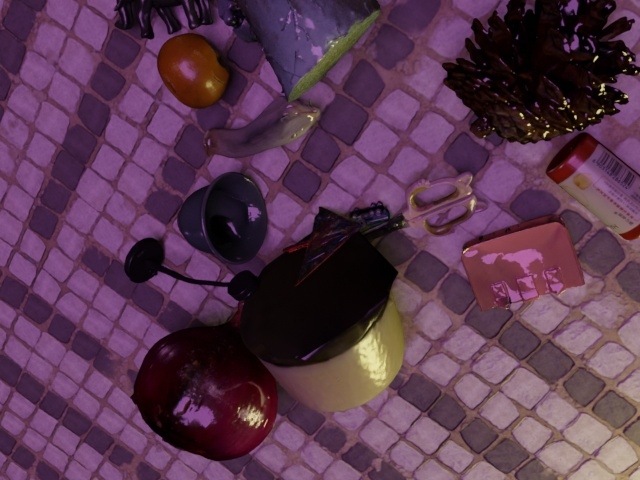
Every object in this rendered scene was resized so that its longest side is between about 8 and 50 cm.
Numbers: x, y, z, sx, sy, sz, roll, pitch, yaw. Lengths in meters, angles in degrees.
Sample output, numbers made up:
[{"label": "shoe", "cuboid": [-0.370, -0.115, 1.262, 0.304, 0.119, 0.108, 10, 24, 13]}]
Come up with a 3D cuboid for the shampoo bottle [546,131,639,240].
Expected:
[{"label": "shampoo bottle", "cuboid": [0.557, -0.074, 1.085, 0.278, 0.104, 0.104, 39, 113, 1]}]

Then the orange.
[{"label": "orange", "cuboid": [-0.257, -0.350, 1.208, 0.154, 0.154, 0.134, 43, 72, -1]}]

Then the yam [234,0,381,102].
[{"label": "yam", "cuboid": [-0.054, -0.458, 1.059, 0.241, 0.241, 0.348, -31, 94, 22]}]

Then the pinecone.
[{"label": "pinecone", "cuboid": [0.366, -0.287, 0.975, 0.295, 0.298, 0.242, -22, 105, 7]}]

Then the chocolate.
[{"label": "chocolate", "cuboid": [0.034, 0.181, 1.219, 0.326, 0.314, 0.297, -40, 127, -2]}]

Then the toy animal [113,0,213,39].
[{"label": "toy animal", "cuboid": [-0.327, -0.495, 1.200, 0.244, 0.114, 0.146, -9, 114, 13]}]

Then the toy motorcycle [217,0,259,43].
[{"label": "toy motorcycle", "cuboid": [-0.160, -0.455, 1.152, 0.061, 0.124, 0.193, -27, 101, 35]}]

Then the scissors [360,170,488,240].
[{"label": "scissors", "cuboid": [0.178, -0.045, 1.219, 0.317, 0.024, 0.160, -22, 127, 23]}]

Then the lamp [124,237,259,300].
[{"label": "lamp", "cuboid": [-0.303, 0.067, 1.295, 0.371, 0.130, 0.108, 13, 148, 43]}]

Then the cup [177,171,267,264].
[{"label": "cup", "cuboid": [-0.236, -0.045, 1.295, 0.150, 0.199, 0.199, -2, 108, 35]}]

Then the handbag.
[{"label": "handbag", "cuboid": [0.406, 0.050, 1.194, 0.212, 0.059, 0.157, -19, 100, 22]}]

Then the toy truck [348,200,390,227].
[{"label": "toy truck", "cuboid": [0.106, -0.051, 1.257, 0.083, 0.039, 0.044, -14, 117, 18]}]

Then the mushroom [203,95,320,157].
[{"label": "mushroom", "cuboid": [-0.128, -0.231, 1.236, 0.278, 0.099, 0.096, -19, 96, 24]}]

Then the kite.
[{"label": "kite", "cuboid": [0.000, 0.000, 1.208, 0.189, 0.232, 0.009, -17, 127, 25]}]

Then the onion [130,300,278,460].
[{"label": "onion", "cuboid": [-0.232, 0.298, 1.351, 0.347, 0.348, 0.385, 25, 78, 6]}]
